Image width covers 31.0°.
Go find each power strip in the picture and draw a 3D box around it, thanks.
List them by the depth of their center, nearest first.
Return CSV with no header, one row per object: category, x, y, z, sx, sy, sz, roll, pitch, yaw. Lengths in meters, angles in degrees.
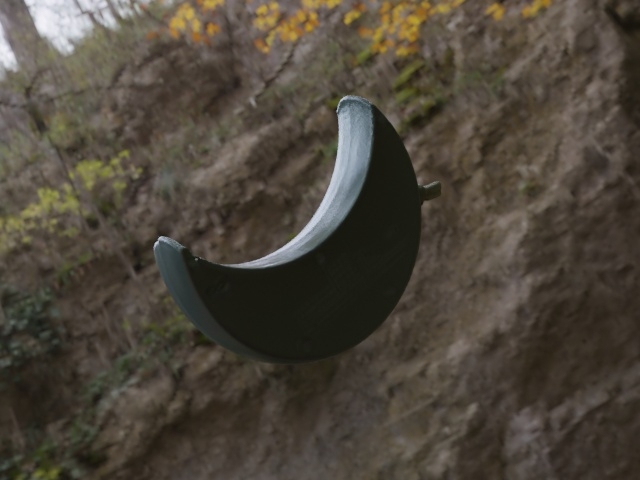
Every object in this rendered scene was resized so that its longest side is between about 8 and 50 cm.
power strip,0.000,0.000,0.906,0.253,0.167,0.054,-37,21,-28
